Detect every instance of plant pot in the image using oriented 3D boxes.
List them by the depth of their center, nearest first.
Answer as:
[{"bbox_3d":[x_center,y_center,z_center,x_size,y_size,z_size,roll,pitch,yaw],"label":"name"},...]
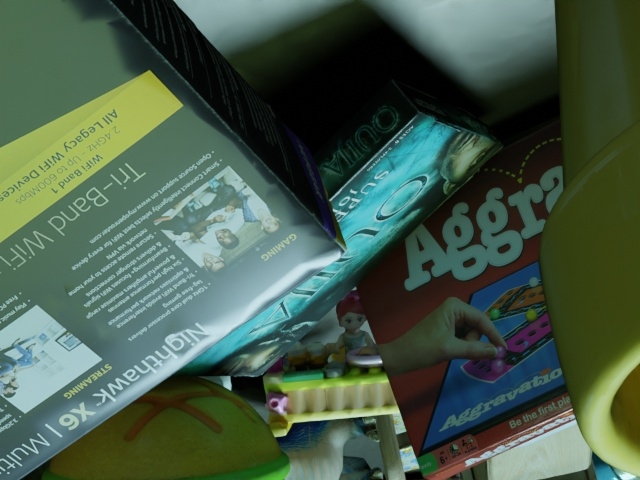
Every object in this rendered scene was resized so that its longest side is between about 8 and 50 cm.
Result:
[{"bbox_3d":[0.203,-0.056,0.728,0.254,0.239,0.254,-9,153,-5],"label":"plant pot"}]

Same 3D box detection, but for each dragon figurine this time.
[{"bbox_3d":[-0.037,0.143,1.143,0.144,0.085,0.289,-8,-177,-4],"label":"dragon figurine"}]

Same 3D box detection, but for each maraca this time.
[{"bbox_3d":[-0.083,0.118,0.926,0.127,0.099,0.186,0,180,-11],"label":"maraca"}]

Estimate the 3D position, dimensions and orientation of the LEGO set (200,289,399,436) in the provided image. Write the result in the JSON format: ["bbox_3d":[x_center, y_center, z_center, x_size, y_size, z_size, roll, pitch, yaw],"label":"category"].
[{"bbox_3d":[0.058,0.041,1.042,0.287,0.107,0.132,-9,-173,-15],"label":"LEGO set"}]

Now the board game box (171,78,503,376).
[{"bbox_3d":[0.000,0.000,0.883,0.186,0.026,0.126,-44,160,16],"label":"board game box"}]

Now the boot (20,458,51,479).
[{"bbox_3d":[-0.129,0.194,1.238,0.270,0.089,0.236,12,155,-37],"label":"boot"}]

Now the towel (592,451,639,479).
[{"bbox_3d":[0.170,0.273,1.546,0.370,0.040,0.271,-26,148,29],"label":"towel"}]

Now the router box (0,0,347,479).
[{"bbox_3d":[-0.183,-0.002,0.701,0.309,0.081,0.243,-34,128,11],"label":"router box"}]

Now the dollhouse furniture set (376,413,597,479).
[{"bbox_3d":[0.156,0.175,1.221,0.212,0.161,0.242,-12,152,0],"label":"dollhouse furniture set"}]

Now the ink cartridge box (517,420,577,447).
[{"bbox_3d":[0.148,0.012,0.931,0.179,0.145,0.045,-31,147,32],"label":"ink cartridge box"}]

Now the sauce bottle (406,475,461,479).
[{"bbox_3d":[0.051,0.209,1.373,0.128,0.042,0.042,-4,151,-12],"label":"sauce bottle"}]

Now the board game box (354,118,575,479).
[{"bbox_3d":[0.152,0.000,0.892,0.281,0.145,0.027,-28,155,20],"label":"board game box"}]
